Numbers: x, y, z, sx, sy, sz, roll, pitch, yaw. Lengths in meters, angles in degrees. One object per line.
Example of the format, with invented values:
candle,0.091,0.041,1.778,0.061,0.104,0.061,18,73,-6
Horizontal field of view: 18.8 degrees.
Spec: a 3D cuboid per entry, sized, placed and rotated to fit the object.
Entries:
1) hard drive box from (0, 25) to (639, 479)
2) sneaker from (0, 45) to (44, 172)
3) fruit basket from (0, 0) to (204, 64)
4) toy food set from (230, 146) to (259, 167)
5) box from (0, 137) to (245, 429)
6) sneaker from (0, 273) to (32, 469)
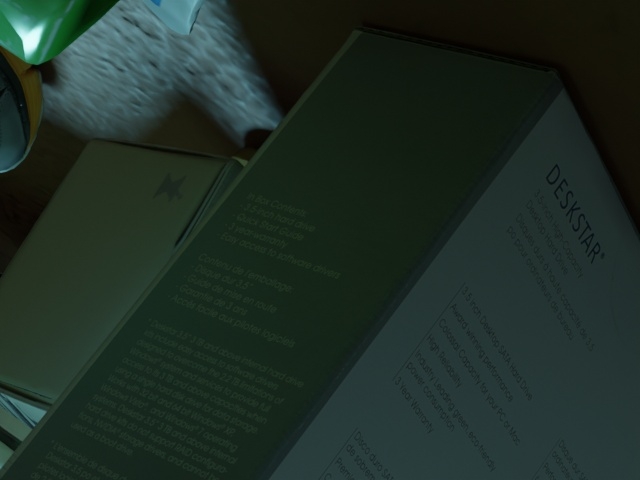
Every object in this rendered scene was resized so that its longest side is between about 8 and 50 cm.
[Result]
hard drive box,0.013,0.080,0.613,0.089,0.232,0.181,19,152,43
sneaker,-0.190,-0.093,0.798,0.084,0.083,0.215,20,155,37
fruit basket,-0.120,-0.204,0.332,0.353,0.165,0.327,43,160,-3
toy food set,0.000,0.000,0.768,0.083,0.020,0.082,22,155,35
box,-0.004,0.081,0.766,0.094,0.113,0.275,12,155,49
sneaker,-0.107,0.223,1.034,0.447,0.257,0.169,37,-167,1
